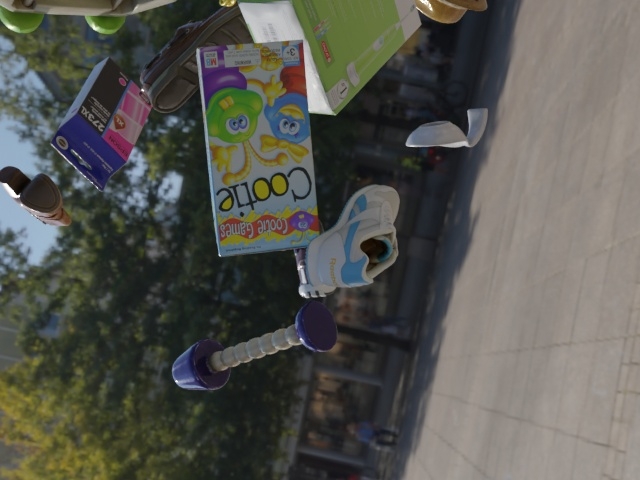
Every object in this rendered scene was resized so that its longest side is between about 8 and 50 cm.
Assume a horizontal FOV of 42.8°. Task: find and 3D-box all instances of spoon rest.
[{"bbox_3d":[0.313,-0.251,1.946,0.276,0.137,0.084,-25,-69,-44],"label":"spoon rest"}]

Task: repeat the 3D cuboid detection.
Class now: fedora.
[{"bbox_3d":[0.257,-0.520,1.738,0.194,0.194,0.079,-74,10,-52],"label":"fedora"}]

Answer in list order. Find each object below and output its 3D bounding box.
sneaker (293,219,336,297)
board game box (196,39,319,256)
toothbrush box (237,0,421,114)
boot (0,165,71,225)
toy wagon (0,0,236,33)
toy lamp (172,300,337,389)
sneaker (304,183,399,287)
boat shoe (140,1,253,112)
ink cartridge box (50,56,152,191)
[{"bbox_3d":[0.000,0.000,1.811,0.281,0.106,0.163,-75,-26,-67],"label":"sneaker"},{"bbox_3d":[-0.088,-0.131,1.143,0.144,0.142,0.275,-133,37,-77],"label":"board game box"},{"bbox_3d":[0.026,-0.370,1.333,0.283,0.122,0.206,-49,-47,-29],"label":"toothbrush box"},{"bbox_3d":[-0.549,-0.071,1.648,0.073,0.197,0.152,-50,-36,-15],"label":"boot"},{"bbox_3d":[-0.250,-0.345,1.041,0.267,0.344,0.068,-18,84,53],"label":"toy wagon"},{"bbox_3d":[-0.105,0.156,1.157,0.080,0.274,0.080,32,-134,-39],"label":"toy lamp"},{"bbox_3d":[0.068,-0.004,1.117,0.229,0.092,0.087,-50,-44,-48],"label":"sneaker"},{"bbox_3d":[-0.244,-0.395,1.630,0.104,0.307,0.110,58,-169,28],"label":"boat shoe"},{"bbox_3d":[-0.548,-0.303,2.082,0.176,0.069,0.371,48,-148,-30],"label":"ink cartridge box"}]
